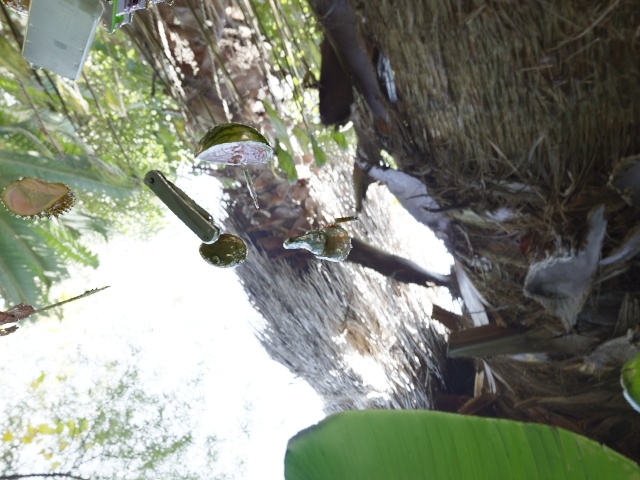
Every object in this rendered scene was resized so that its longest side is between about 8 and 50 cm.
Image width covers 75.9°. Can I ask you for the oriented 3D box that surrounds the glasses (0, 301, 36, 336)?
[{"bbox_3d":[-0.930,0.215,1.176,0.161,0.096,0.255,3,-165,-17],"label":"glasses"}]

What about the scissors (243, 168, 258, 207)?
[{"bbox_3d":[-0.269,-0.208,1.596,0.022,0.176,0.086,-16,-133,-4],"label":"scissors"}]

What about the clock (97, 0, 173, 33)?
[{"bbox_3d":[-0.443,-0.683,1.003,0.235,0.166,0.310,-49,-173,46],"label":"clock"}]

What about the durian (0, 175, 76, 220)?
[{"bbox_3d":[-1.066,-0.148,1.560,0.249,0.138,0.183,13,-107,-3],"label":"durian"}]

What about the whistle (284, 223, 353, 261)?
[{"bbox_3d":[0.000,0.000,1.847,0.347,0.189,0.189,6,-148,-30],"label":"whistle"}]

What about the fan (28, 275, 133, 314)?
[{"bbox_3d":[-0.718,0.157,1.287,0.232,0.012,0.415,-15,-174,10],"label":"fan"}]

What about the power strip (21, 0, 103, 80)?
[{"bbox_3d":[-0.559,-0.445,0.881,0.270,0.117,0.046,-24,-125,46],"label":"power strip"}]

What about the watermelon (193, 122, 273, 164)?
[{"bbox_3d":[-0.310,-0.374,1.514,0.159,0.303,0.129,-36,-113,50],"label":"watermelon"}]

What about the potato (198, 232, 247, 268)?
[{"bbox_3d":[-0.475,0.050,1.998,0.234,0.160,0.178,11,-94,-13],"label":"potato"}]

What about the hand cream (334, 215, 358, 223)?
[{"bbox_3d":[0.104,-0.086,1.694,0.102,0.022,0.035,-4,-126,21],"label":"hand cream"}]

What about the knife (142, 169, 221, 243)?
[{"bbox_3d":[-0.376,-0.096,1.122,0.073,0.265,0.040,-49,176,21],"label":"knife"}]

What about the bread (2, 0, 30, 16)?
[{"bbox_3d":[-0.737,-0.705,1.057,0.145,0.268,0.269,32,-119,3],"label":"bread"}]
